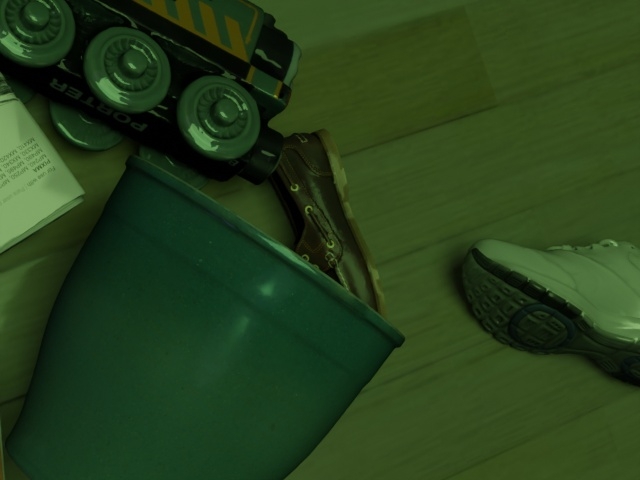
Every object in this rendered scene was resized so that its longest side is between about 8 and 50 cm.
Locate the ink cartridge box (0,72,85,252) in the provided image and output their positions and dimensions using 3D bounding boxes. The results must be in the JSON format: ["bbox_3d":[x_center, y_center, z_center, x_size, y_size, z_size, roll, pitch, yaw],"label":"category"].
[{"bbox_3d":[-0.310,-0.093,1.044,0.100,0.172,0.237,-37,98,-23],"label":"ink cartridge box"}]

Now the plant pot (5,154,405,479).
[{"bbox_3d":[-0.114,0.110,1.066,0.271,0.271,0.255,36,85,-15],"label":"plant pot"}]

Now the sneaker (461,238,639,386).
[{"bbox_3d":[0.270,0.055,1.330,0.297,0.111,0.129,22,59,-23],"label":"sneaker"}]

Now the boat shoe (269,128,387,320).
[{"bbox_3d":[0.000,0.000,1.225,0.073,0.073,0.207,-17,83,-23],"label":"boat shoe"}]

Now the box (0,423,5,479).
[{"bbox_3d":[-0.325,0.176,1.044,0.130,0.091,0.171,-4,84,-24],"label":"box"}]

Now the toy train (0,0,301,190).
[{"bbox_3d":[-0.168,-0.177,1.144,0.334,0.142,0.190,26,64,-19],"label":"toy train"}]
